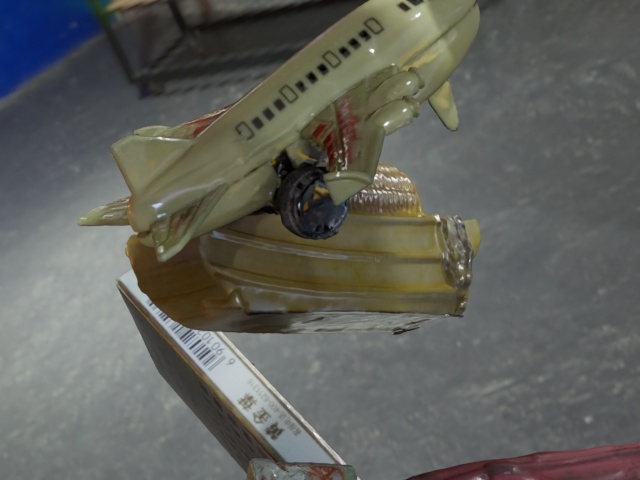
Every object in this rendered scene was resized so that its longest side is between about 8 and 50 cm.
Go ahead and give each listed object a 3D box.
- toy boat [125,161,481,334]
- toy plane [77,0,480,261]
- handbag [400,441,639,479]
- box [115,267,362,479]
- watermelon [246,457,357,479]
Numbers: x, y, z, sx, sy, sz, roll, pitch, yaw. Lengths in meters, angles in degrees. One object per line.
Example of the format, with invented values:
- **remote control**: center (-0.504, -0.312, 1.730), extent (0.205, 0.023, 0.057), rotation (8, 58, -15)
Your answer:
- **toy boat**: center (0.000, 0.000, 0.912), extent (0.089, 0.115, 0.310), rotation (-15, -12, 37)
- **toy plane**: center (-0.007, -0.061, 0.752), extent (0.244, 0.092, 0.229), rotation (-29, 23, -22)
- **handbag**: center (0.116, 0.182, 0.731), extent (0.225, 0.147, 0.135), rotation (-9, -12, 1)
- **box**: center (-0.049, 0.168, 1.213), extent (0.047, 0.180, 0.325), rotation (-37, 61, -15)
- **watermelon**: center (-0.027, 0.144, 0.771), extent (0.085, 0.061, 0.085), rotation (-25, 10, 5)
